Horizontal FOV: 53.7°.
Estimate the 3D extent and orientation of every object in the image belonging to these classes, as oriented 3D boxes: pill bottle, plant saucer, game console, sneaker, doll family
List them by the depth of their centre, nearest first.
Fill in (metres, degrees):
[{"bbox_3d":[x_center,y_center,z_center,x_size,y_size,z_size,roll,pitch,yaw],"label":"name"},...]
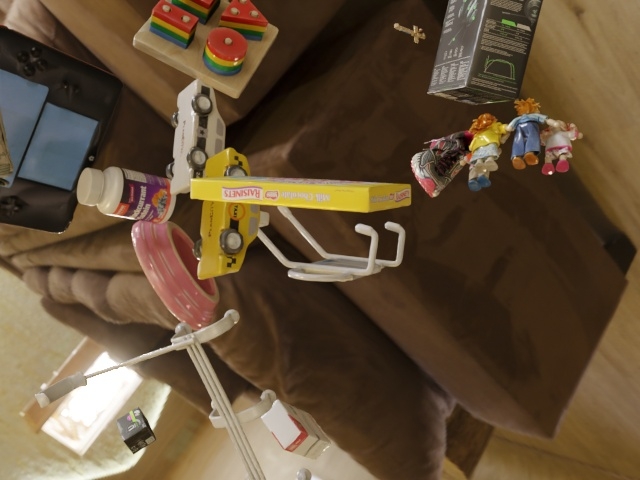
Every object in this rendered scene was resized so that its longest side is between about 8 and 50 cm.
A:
[{"bbox_3d":[-0.616,-0.217,1.318,0.060,0.386,0.342,30,-172,40],"label":"game console"},{"bbox_3d":[0.411,-0.222,1.350,0.263,0.163,0.118,-10,140,31],"label":"doll family"},{"bbox_3d":[-0.432,-0.104,1.411,0.194,0.108,0.108,10,179,-40],"label":"pill bottle"},{"bbox_3d":[-0.367,0.076,1.670,0.332,0.084,0.332,59,-177,-4],"label":"plant saucer"},{"bbox_3d":[0.340,-0.225,1.731,0.112,0.299,0.120,-25,108,39],"label":"sneaker"}]

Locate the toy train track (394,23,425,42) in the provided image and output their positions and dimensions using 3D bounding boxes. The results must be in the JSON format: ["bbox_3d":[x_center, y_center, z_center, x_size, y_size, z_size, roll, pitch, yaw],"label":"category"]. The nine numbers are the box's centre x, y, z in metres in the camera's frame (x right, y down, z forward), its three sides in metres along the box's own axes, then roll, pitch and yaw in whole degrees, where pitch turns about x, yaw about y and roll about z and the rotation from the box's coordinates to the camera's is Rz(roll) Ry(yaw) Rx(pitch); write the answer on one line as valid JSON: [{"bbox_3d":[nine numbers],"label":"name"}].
[{"bbox_3d":[0.208,-0.483,1.454,0.083,0.048,0.014,11,156,-25],"label":"toy train track"}]

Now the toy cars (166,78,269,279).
[{"bbox_3d":[-0.162,-0.100,1.004,0.087,0.176,0.393,10,-145,-34],"label":"toy cars"}]

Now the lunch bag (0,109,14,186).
[{"bbox_3d":[-0.627,-0.217,0.961,0.213,0.256,0.304,-160,61,-65],"label":"lunch bag"}]

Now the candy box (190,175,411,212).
[{"bbox_3d":[-0.021,-0.050,0.651,0.206,0.027,0.105,6,-169,28],"label":"candy box"}]

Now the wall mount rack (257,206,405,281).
[{"bbox_3d":[0.000,0.000,1.301,0.304,0.130,0.350,7,-175,22],"label":"wall mount rack"}]

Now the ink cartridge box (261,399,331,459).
[{"bbox_3d":[-0.051,0.409,1.358,0.099,0.056,0.135,44,-179,40],"label":"ink cartridge box"}]

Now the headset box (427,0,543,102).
[{"bbox_3d":[0.377,-0.471,1.459,0.131,0.282,0.246,10,-173,-12],"label":"headset box"}]

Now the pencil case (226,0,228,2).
[{"bbox_3d":[-0.305,-0.804,1.811,0.124,0.124,0.284,32,141,8],"label":"pencil case"}]

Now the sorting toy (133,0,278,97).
[{"bbox_3d":[-0.244,-0.485,1.430,0.256,0.257,0.089,26,143,-6],"label":"sorting toy"}]

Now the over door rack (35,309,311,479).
[{"bbox_3d":[-0.187,0.242,0.822,0.324,0.108,0.239,-24,92,26],"label":"over door rack"}]

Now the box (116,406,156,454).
[{"bbox_3d":[-0.430,0.442,1.473,0.083,0.062,0.052,36,152,54],"label":"box"}]
